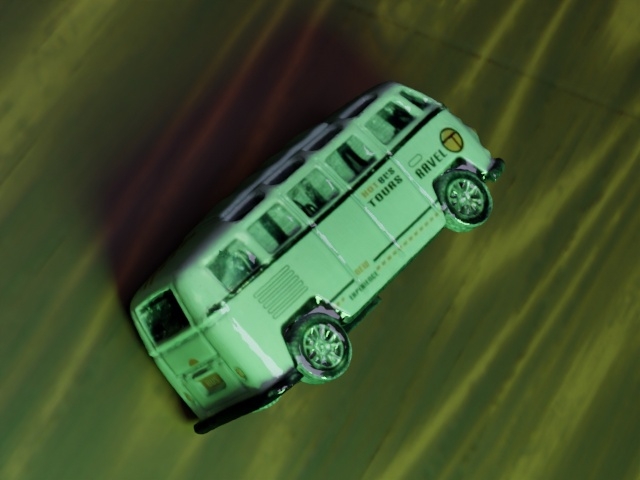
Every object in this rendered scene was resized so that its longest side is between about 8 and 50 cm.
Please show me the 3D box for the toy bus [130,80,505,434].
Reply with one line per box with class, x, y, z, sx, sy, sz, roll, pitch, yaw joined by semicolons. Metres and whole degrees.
toy bus;0.000;0.000;0.736;0.089;0.087;0.194;50;58;-5
